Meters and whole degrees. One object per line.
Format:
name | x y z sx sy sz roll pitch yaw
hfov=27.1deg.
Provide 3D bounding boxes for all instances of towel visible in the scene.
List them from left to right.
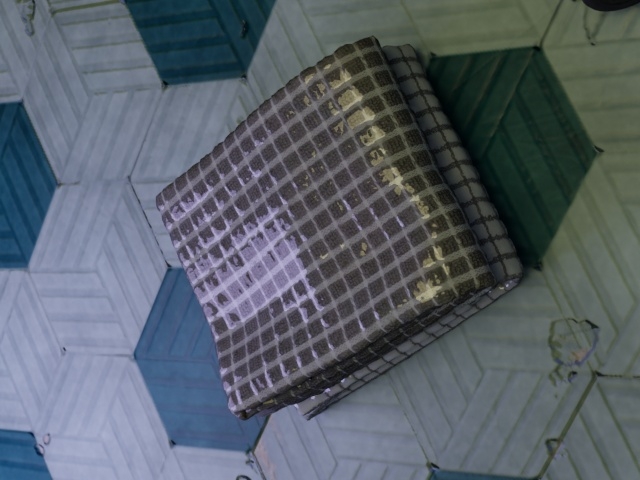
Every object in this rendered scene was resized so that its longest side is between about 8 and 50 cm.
towel | 0.000 0.000 1.113 0.283 0.121 0.235 -35 74 32

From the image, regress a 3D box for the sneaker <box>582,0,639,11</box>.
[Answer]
sneaker | 0.252 -0.261 0.957 0.209 0.069 0.082 -56 36 33
